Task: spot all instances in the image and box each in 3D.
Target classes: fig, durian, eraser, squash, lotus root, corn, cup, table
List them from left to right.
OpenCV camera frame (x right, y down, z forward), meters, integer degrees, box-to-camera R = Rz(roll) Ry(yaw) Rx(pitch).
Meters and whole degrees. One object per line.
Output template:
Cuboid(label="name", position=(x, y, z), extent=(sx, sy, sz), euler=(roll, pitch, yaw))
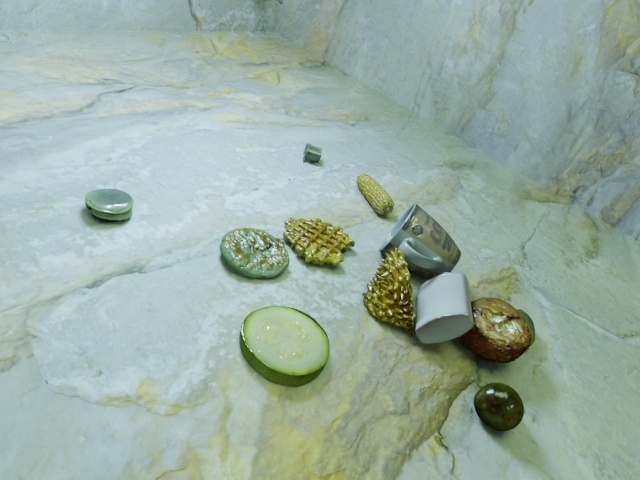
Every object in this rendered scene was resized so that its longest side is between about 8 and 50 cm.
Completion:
Cuboid(label="squash", position=(-0.095, 0.277, 1.309), extent=(0.252, 0.049, 0.252), euler=(16, 32, -10))
Cuboid(label="table", position=(-0.038, -0.401, 2.249), extent=(0.079, 0.062, 0.083), euler=(17, 34, -11))
Cuboid(label="corn", position=(0.240, -0.208, 2.130), extent=(0.091, 0.091, 0.260), euler=(41, 13, -48))
Cuboid(label="durian", position=(0.246, 0.132, 1.585), extent=(0.186, 0.195, 0.305), euler=(12, 37, -6))
Cuboid(label="cup", position=(0.378, 0.030, 1.758), extent=(0.257, 0.227, 0.301), euler=(34, 21, 3))
Cuboid(label="eraser", position=(0.401, 0.212, 1.563), extent=(0.094, 0.174, 0.270), euler=(59, 23, -14))
Cuboid(label="fig", position=(0.521, 0.453, 1.368), extent=(0.133, 0.126, 0.185), euler=(27, 35, 29))
Cuboid(label="lotus root", position=(0.721, 0.306, 1.725), extent=(0.090, 0.077, 0.183), euler=(25, 35, 2))

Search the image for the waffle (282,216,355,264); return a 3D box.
Cuboid(label="waffle", position=(-0.001, 0.002, 1.732), extent=(0.291, 0.051, 0.291), euler=(17, 33, -12))

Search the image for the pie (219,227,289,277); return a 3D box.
Cuboid(label="pie", position=(-0.211, 0.036, 1.556), extent=(0.241, 0.054, 0.240), euler=(18, 33, -12))

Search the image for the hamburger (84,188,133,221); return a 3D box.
Cuboid(label="hamburger", position=(-0.650, -0.109, 1.484), extent=(0.140, 0.062, 0.133), euler=(-13, 44, -39))

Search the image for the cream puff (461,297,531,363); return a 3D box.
Cuboid(label="cream puff", position=(0.562, 0.296, 1.574), extent=(0.240, 0.164, 0.240), euler=(9, 51, -11))
